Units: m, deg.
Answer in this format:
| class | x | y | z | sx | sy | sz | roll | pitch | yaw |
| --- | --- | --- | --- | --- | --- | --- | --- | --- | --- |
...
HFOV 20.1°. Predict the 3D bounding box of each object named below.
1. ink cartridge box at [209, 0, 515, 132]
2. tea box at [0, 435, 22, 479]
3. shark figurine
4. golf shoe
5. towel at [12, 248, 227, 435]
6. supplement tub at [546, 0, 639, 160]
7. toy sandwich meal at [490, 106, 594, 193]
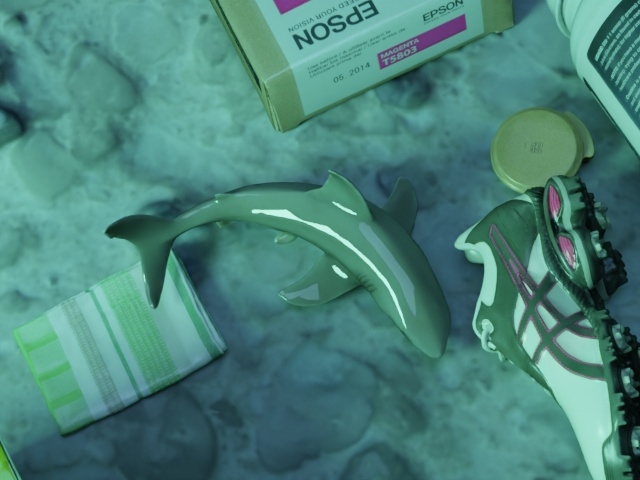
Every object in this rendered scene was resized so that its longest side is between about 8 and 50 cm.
| class | x | y | z | sx | sy | sz | roll | pitch | yaw |
| --- | --- | --- | --- | --- | --- | --- | --- | --- | --- |
| ink cartridge box | 0.023 | -0.232 | 1.573 | 0.234 | 0.088 | 0.193 | -25 | 61 | -5 |
| tea box | -0.325 | 0.307 | 1.262 | 0.329 | 0.220 | 0.323 | -24 | 63 | -12 |
| shark figurine | -0.019 | -0.020 | 1.447 | 0.278 | 0.116 | 0.166 | 13 | 63 | 5 |
| golf shoe | 0.188 | 0.084 | 1.395 | 0.120 | 0.105 | 0.273 | -22 | 56 | 18 |
| towel | -0.165 | 0.080 | 1.479 | 0.152 | 0.023 | 0.113 | -27 | 62 | -5 |
| supplement tub | 0.317 | -0.135 | 1.420 | 0.191 | 0.191 | 0.272 | -27 | 63 | -6 |
| toy sandwich meal | 0.183 | -0.074 | 1.503 | 0.085 | 0.029 | 0.085 | -4 | 73 | 12 |
